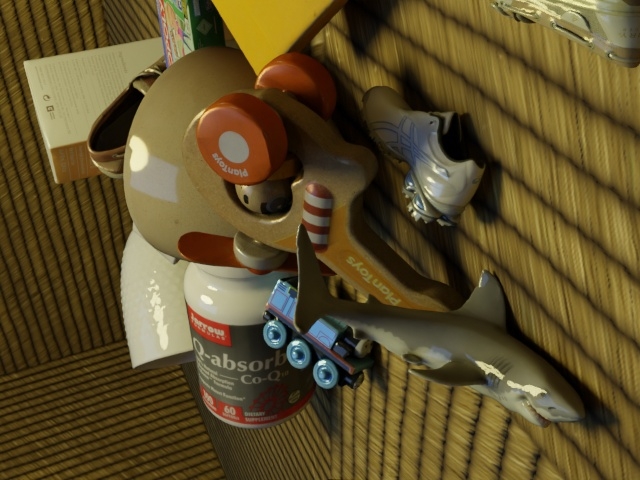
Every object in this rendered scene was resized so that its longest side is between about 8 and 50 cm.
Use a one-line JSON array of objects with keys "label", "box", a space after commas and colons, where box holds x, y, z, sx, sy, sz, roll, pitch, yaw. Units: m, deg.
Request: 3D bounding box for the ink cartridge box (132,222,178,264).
[{"label": "ink cartridge box", "box": [-0.229, -0.098, 1.395, 0.119, 0.207, 0.353, 42, 159, -2]}]

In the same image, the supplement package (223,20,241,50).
[{"label": "supplement package", "box": [-0.115, -0.284, 1.107, 0.179, 0.105, 0.105, 120, 133, -65]}]

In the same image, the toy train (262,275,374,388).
[{"label": "toy train", "box": [-0.003, 0.131, 1.093, 0.184, 0.080, 0.105, 34, 111, 25]}]

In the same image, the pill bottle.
[{"label": "pill bottle", "box": [-0.115, 0.120, 1.272, 0.210, 0.210, 0.362, -128, 28, -49]}]

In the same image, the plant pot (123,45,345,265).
[{"label": "plant pot", "box": [-0.072, -0.085, 0.954, 0.191, 0.284, 0.284, 20, 129, 33]}]

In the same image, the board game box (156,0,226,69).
[{"label": "board game box", "box": [-0.177, -0.252, 1.074, 0.213, 0.046, 0.317, -131, 31, -52]}]

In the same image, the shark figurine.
[{"label": "shark figurine", "box": [0.109, 0.071, 0.709, 0.166, 0.278, 0.116, 25, -93, -77]}]

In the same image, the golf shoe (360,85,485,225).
[{"label": "golf shoe", "box": [0.101, -0.099, 0.725, 0.086, 0.069, 0.176, -54, 50, 36]}]

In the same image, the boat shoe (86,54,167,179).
[{"label": "boat shoe", "box": [-0.250, -0.231, 1.245, 0.123, 0.324, 0.116, 41, 178, 10]}]

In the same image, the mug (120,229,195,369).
[{"label": "mug", "box": [-0.330, 0.126, 1.890, 0.374, 0.276, 0.327, 27, -132, -73]}]

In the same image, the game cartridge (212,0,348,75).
[{"label": "game cartridge", "box": [-0.047, -0.351, 0.731, 0.285, 0.053, 0.324, 59, 145, -2]}]

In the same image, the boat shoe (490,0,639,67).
[{"label": "boat shoe", "box": [0.154, -0.154, 0.507, 0.153, 0.056, 0.048, 38, 136, 50]}]

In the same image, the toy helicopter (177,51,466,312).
[{"label": "toy helicopter", "box": [0.000, 0.000, 0.789, 0.355, 0.140, 0.235, 42, 132, -3]}]

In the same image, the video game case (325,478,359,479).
[{"label": "video game case", "box": [0.077, 0.546, 1.343, 0.275, 0.035, 0.248, 128, 124, -69]}]

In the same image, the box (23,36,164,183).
[{"label": "box", "box": [-0.349, -0.249, 1.437, 0.215, 0.345, 0.168, 138, 114, -71]}]
